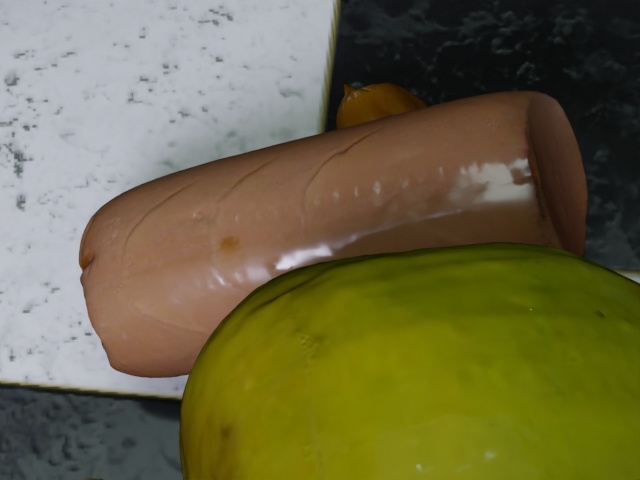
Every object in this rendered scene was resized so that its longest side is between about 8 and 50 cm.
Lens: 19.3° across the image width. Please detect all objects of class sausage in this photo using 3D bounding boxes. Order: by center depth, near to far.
[{"bbox_3d":[-0.001,0.000,1.087,0.304,0.121,0.121,-14,67,19],"label":"sausage"},{"bbox_3d":[0.071,-0.033,1.154,0.062,0.054,0.183,-47,72,20],"label":"sausage"}]

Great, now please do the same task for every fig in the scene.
[{"bbox_3d":[0.096,0.156,0.937,0.343,0.343,0.343,-2,69,5],"label":"fig"}]

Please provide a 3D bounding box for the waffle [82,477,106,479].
[{"bbox_3d":[-0.167,0.276,1.009,0.248,0.055,0.221,-31,67,24],"label":"waffle"}]
